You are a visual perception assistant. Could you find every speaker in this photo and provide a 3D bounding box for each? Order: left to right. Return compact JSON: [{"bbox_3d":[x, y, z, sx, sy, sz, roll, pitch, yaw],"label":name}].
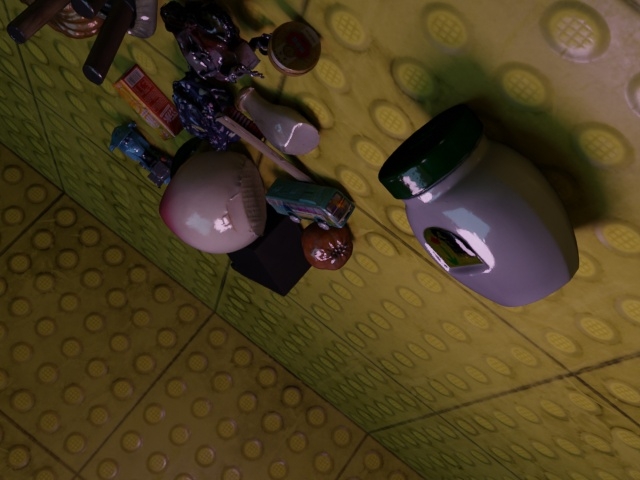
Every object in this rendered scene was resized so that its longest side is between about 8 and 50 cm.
[{"bbox_3d":[-0.179,0.009,2.282,0.254,0.184,0.232,23,153,42],"label":"speaker"}]

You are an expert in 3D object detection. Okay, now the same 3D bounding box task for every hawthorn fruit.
[{"bbox_3d":[0.007,0.015,2.057,0.149,0.149,0.189,46,156,-18],"label":"hawthorn fruit"}]

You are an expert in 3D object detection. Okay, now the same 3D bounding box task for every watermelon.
[{"bbox_3d":[-0.385,-0.174,2.212,0.123,0.129,0.301,-126,32,-52],"label":"watermelon"}]

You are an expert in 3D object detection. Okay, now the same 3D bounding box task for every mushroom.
[{"bbox_3d":[-0.103,-0.285,1.738,0.225,0.093,0.116,39,146,26],"label":"mushroom"}]

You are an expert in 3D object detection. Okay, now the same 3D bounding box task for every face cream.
[{"bbox_3d":[0.298,-0.055,1.366,0.357,0.219,0.312,48,158,-13],"label":"face cream"}]

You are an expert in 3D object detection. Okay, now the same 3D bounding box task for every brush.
[{"bbox_3d":[-0.129,-0.239,1.868,0.321,0.050,0.060,36,165,-33],"label":"brush"}]

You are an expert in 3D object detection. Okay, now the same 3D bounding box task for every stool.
[{"bbox_3d":[-0.549,-0.562,1.648,0.310,0.226,0.310,28,150,5],"label":"stool"}]

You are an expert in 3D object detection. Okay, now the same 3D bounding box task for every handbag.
[{"bbox_3d":[-0.301,-0.334,1.906,0.162,0.113,0.260,38,166,15],"label":"handbag"}]

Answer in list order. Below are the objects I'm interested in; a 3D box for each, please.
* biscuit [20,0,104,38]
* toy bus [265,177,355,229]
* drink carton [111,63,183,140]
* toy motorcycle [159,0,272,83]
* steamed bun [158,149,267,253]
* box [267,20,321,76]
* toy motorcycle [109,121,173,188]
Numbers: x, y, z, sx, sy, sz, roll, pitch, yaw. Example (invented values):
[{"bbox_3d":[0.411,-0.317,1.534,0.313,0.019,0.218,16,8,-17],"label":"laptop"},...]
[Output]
[{"bbox_3d":[-0.717,-0.665,1.939,0.326,0.107,0.325,32,160,13],"label":"biscuit"},{"bbox_3d":[-0.032,-0.100,1.948,0.262,0.091,0.109,12,155,46],"label":"toy bus"},{"bbox_3d":[-0.495,-0.398,2.138,0.223,0.071,0.096,47,156,-22],"label":"drink carton"},{"bbox_3d":[-0.204,-0.412,1.561,0.401,0.134,0.207,23,154,50],"label":"toy motorcycle"},{"bbox_3d":[-0.319,-0.104,2.071,0.309,0.309,0.309,33,157,16],"label":"steamed bun"},{"bbox_3d":[-0.052,-0.376,1.444,0.105,0.105,0.037,42,164,-7],"label":"box"},{"bbox_3d":[-0.597,-0.294,2.452,0.272,0.123,0.182,41,180,1],"label":"toy motorcycle"}]
